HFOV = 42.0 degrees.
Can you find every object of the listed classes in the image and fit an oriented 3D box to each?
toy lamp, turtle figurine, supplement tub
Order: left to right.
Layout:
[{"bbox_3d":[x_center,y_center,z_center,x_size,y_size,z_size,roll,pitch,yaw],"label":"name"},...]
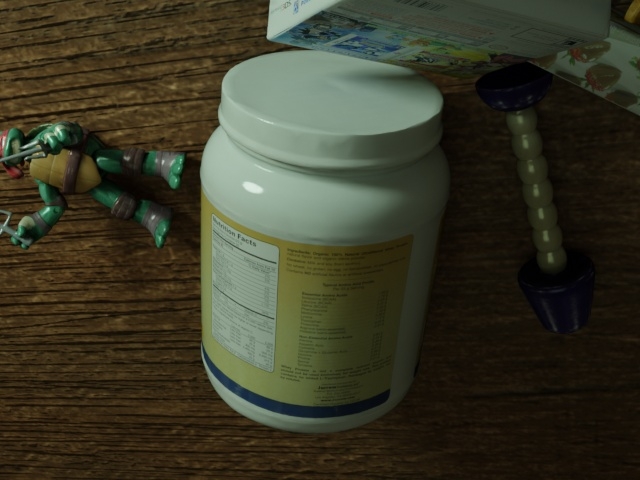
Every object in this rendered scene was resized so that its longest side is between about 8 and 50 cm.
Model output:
[{"bbox_3d":[-0.270,-0.073,0.897,0.234,0.118,0.175,13,139,-10],"label":"turtle figurine"},{"bbox_3d":[0.000,0.000,0.799,0.228,0.228,0.316,11,122,9],"label":"supplement tub"},{"bbox_3d":[0.216,-0.033,0.812,0.080,0.080,0.274,-8,117,19],"label":"toy lamp"}]

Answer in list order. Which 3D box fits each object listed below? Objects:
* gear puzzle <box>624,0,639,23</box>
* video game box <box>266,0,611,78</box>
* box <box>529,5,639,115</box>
[{"bbox_3d":[0.345,-0.260,0.554,0.339,0.044,0.175,-39,132,9],"label":"gear puzzle"},{"bbox_3d":[0.086,-0.178,0.658,0.205,0.187,0.048,5,86,-26],"label":"video game box"},{"bbox_3d":[0.331,-0.127,0.730,0.324,0.067,0.063,26,124,0],"label":"box"}]
